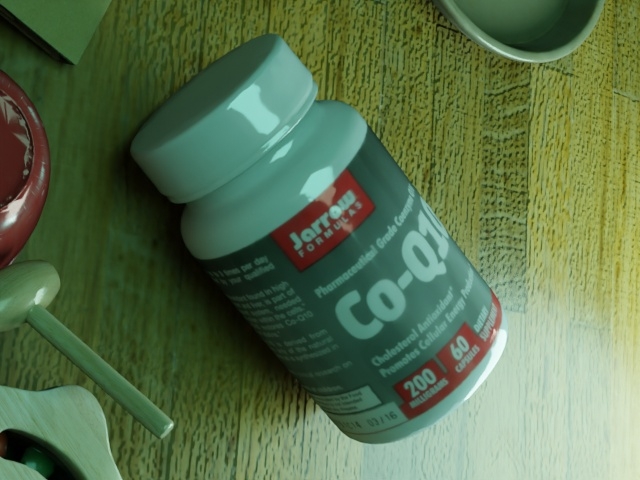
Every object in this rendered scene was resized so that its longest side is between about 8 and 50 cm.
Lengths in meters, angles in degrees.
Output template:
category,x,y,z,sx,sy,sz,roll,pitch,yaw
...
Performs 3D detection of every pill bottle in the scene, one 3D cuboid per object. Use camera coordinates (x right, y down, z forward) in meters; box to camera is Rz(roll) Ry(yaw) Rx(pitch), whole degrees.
category,x,y,z,sx,sy,sz,roll,pitch,yaw
pill bottle,0.000,0.000,0.926,0.283,0.161,0.161,51,56,-20

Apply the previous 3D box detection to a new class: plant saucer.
category,x,y,z,sx,sy,sz,roll,pitch,yaw
plant saucer,0.172,-0.301,1.190,0.277,0.041,0.278,7,78,-37

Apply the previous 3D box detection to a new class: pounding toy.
category,x,y,z,sx,sy,sz,roll,pitch,yaw
pounding toy,-0.185,0.156,0.757,0.154,0.155,0.270,-22,96,-43

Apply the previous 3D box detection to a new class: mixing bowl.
category,x,y,z,sx,sy,sz,roll,pitch,yaw
mixing bowl,-0.240,-0.050,0.785,0.181,0.098,0.181,6,80,-37

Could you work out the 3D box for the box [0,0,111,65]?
category,x,y,z,sx,sy,sz,roll,pitch,yaw
box,-0.181,-0.248,0.862,0.164,0.021,0.201,40,69,-47
